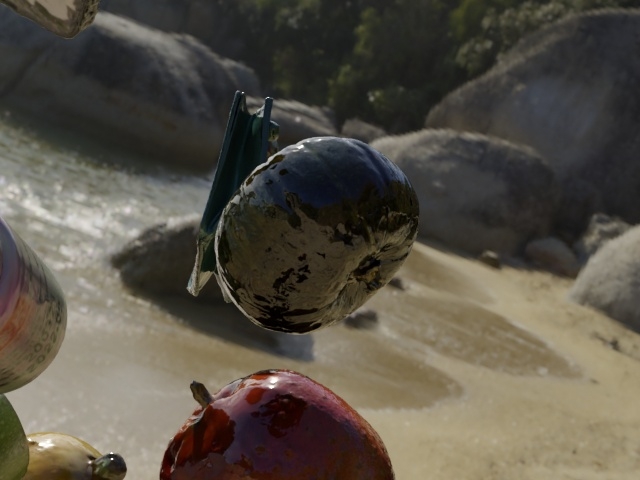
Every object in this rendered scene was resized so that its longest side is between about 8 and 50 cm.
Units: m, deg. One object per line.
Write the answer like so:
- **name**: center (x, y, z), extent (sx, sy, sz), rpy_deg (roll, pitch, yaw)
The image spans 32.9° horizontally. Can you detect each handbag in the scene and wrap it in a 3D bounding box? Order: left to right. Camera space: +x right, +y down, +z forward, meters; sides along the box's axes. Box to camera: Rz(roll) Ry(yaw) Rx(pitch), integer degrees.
- **handbag**: center (-0.129, -0.060, 1.724), extent (0.100, 0.274, 0.268), rpy_deg (14, -28, -4)

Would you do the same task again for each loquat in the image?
- **loquat**: center (-0.480, 0.492, 1.950), extent (0.328, 0.359, 0.328), rpy_deg (41, 22, -21)

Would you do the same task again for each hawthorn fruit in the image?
- **hawthorn fruit**: center (-0.059, 0.284, 1.319), extent (0.299, 0.275, 0.275), rpy_deg (51, 4, -6)

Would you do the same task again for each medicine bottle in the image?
- **medicine bottle**: center (-0.469, 0.061, 1.373), extent (0.219, 0.219, 0.388), rpy_deg (23, -16, 8)

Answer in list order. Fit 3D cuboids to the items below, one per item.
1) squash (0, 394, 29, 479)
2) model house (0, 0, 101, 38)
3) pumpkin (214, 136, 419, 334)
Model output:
- **squash**: center (-0.655, 0.361, 1.602), extent (0.263, 0.263, 0.384), rpy_deg (25, 39, 23)
- **model house**: center (-0.331, -0.480, 1.495), extent (0.190, 0.301, 0.271), rpy_deg (26, -32, -3)
- **pumpkin**: center (0.001, 0.002, 1.152), extent (0.159, 0.238, 0.238), rpy_deg (48, 19, 30)
